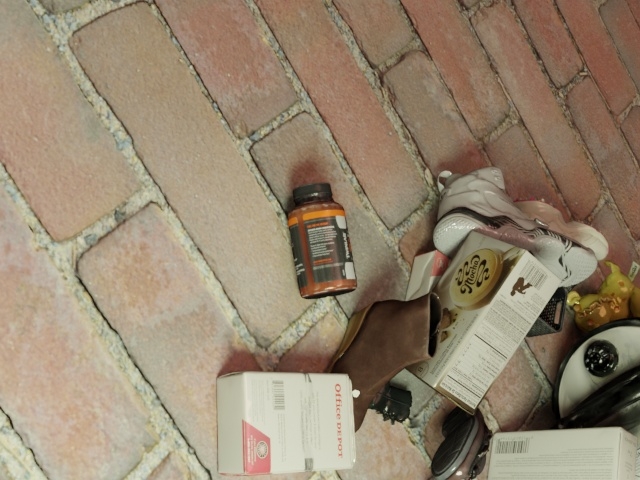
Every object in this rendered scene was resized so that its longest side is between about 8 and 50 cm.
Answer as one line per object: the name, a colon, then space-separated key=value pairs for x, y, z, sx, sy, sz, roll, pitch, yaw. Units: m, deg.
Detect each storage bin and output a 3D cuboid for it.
storage bin: x=0.452 y=0.122 z=1.842 sx=0.180 sy=0.084 sz=0.122 roll=35 pitch=57 yaw=-27

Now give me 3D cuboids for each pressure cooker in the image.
pressure cooker: x=0.706 y=0.352 z=1.785 sx=0.421 sy=0.376 sz=0.369 roll=16 pitch=89 yaw=-46

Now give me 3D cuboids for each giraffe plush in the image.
giraffe plush: x=0.675 y=0.165 z=1.978 sx=0.171 sy=0.181 sz=0.210 roll=-29 pitch=128 yaw=-18

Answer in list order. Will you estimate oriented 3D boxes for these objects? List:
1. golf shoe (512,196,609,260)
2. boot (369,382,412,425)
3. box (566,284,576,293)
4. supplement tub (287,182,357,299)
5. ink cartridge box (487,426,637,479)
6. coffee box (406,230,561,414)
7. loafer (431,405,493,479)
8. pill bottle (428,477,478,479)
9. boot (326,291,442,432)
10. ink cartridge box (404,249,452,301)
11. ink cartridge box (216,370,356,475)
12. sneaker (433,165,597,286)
golf shoe: x=0.552 y=0.007 z=1.957 sx=0.306 sy=0.115 sz=0.140 roll=22 pitch=74 yaw=-27
boot: x=0.130 y=0.274 z=1.550 sx=0.099 sy=0.045 sz=0.121 roll=28 pitch=68 yaw=-29
box: x=0.556 y=0.102 z=1.941 sx=0.067 sy=0.083 sz=0.018 roll=27 pitch=22 yaw=-31
supplement tub: x=0.000 y=0.000 z=1.479 sx=0.106 sy=0.106 sz=0.197 roll=-3 pitch=80 yaw=-41
ink cartridge box: x=0.442 y=0.490 z=1.583 sx=0.066 sy=0.296 sz=0.261 roll=33 pitch=59 yaw=-29
coffee box: x=0.283 y=0.148 z=1.555 sx=0.119 sy=0.168 sz=0.297 roll=36 pitch=87 yaw=-28
loafer: x=0.274 y=0.377 z=1.516 sx=0.095 sy=0.109 sz=0.302 roll=44 pitch=16 yaw=3
pill bottle: x=0.268 y=0.527 z=1.551 sx=0.108 sy=0.108 sz=0.180 roll=-23 pitch=94 yaw=-42
boot: x=0.108 y=0.212 z=1.440 sx=0.090 sy=0.207 sz=0.248 roll=29 pitch=60 yaw=-31
ink cartridge box: x=0.270 y=0.118 z=1.699 sx=0.198 sy=0.067 sz=0.115 roll=32 pitch=59 yaw=-30
ink cartridge box: x=-0.054 y=0.295 z=1.356 sx=0.218 sy=0.092 sz=0.158 roll=8 pitch=72 yaw=-37
sneaker: x=0.402 y=-0.037 z=1.744 sx=0.366 sy=0.137 sz=0.210 roll=14 pitch=46 yaw=-14
